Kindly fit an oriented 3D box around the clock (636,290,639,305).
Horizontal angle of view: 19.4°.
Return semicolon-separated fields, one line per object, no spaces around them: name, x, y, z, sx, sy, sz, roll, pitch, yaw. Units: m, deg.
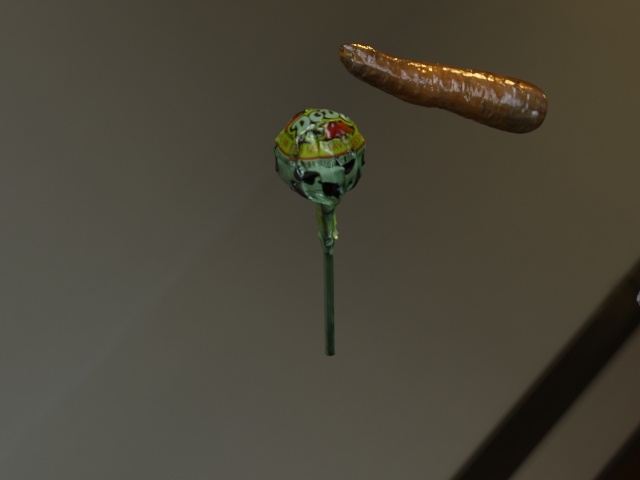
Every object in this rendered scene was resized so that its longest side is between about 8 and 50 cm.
clock;0.439;-0.003;1.883;0.189;0.254;0.189;22;-10;4

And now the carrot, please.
carrot;0.099;-0.127;1.527;0.191;0.047;0.047;14;-4;-20

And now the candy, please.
candy;0.000;0.000;1.945;0.083;0.091;0.305;-123;-154;-51
